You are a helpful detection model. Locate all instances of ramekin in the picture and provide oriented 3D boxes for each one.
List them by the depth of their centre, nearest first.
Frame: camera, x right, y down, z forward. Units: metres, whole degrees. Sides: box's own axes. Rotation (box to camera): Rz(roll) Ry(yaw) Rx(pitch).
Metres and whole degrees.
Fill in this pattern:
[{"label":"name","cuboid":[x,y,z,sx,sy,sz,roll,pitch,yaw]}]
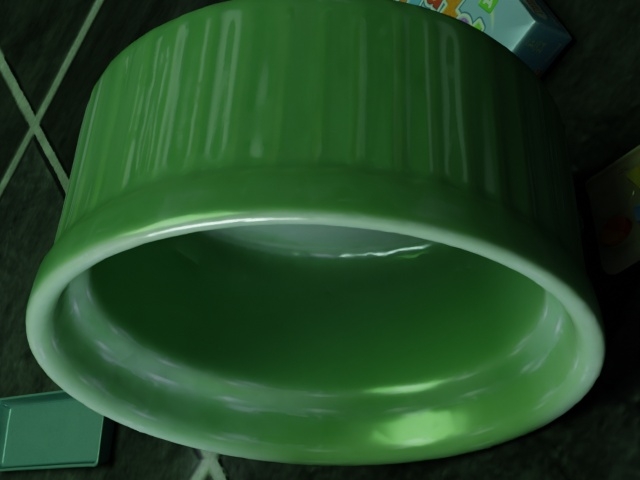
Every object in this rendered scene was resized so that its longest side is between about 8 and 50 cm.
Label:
[{"label":"ramekin","cuboid":[0.000,0.000,0.856,0.303,0.303,0.148,-30,47,44]}]

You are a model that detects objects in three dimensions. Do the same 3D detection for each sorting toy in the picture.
[{"label":"sorting toy","cuboid":[0.164,-0.013,0.877,0.083,0.012,0.062,-37,49,39]}]

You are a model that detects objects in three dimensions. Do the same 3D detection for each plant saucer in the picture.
[{"label":"plant saucer","cuboid":[-0.227,0.162,1.323,0.192,0.018,0.067,-12,67,50]}]

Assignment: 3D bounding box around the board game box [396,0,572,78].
[{"label":"board game box","cuboid":[0.058,-0.101,1.031,0.211,0.039,0.160,-53,40,25]}]
